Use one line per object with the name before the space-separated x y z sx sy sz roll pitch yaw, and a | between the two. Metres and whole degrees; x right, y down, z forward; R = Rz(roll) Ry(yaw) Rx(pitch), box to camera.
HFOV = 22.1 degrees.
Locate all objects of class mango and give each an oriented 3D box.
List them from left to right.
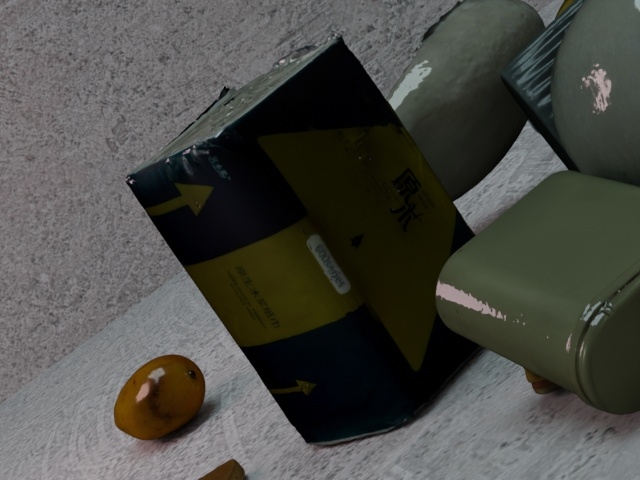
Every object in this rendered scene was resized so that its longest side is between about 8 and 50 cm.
mango | -0.256 0.244 2.523 0.145 0.112 0.219 -43 9 -30

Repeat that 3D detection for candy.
candy | 0.158 -0.151 2.256 0.427 0.186 0.386 -37 -14 -50

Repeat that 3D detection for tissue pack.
tissue pack | 0.000 0.000 1.970 0.253 0.416 0.264 -22 16 49

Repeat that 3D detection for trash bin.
trash bin | 0.268 0.037 1.591 0.243 0.121 0.247 -38 31 -18

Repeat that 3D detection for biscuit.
biscuit | -0.172 0.346 2.021 0.220 0.029 0.142 -39 10 -29

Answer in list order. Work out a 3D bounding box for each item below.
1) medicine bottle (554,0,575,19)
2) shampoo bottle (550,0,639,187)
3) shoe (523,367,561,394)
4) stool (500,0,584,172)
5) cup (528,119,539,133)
medicine bottle | 0.455 -0.292 2.384 0.238 0.238 0.232 -31 10 20
shampoo bottle | 0.417 -0.175 1.736 0.317 0.322 0.322 -35 7 47
shoe | 0.251 0.106 1.676 0.109 0.069 0.072 -35 10 3
stool | 0.425 -0.215 2.039 0.330 0.297 0.297 -38 10 5
cup | 0.391 -0.223 2.596 0.095 0.128 0.129 -28 7 41
